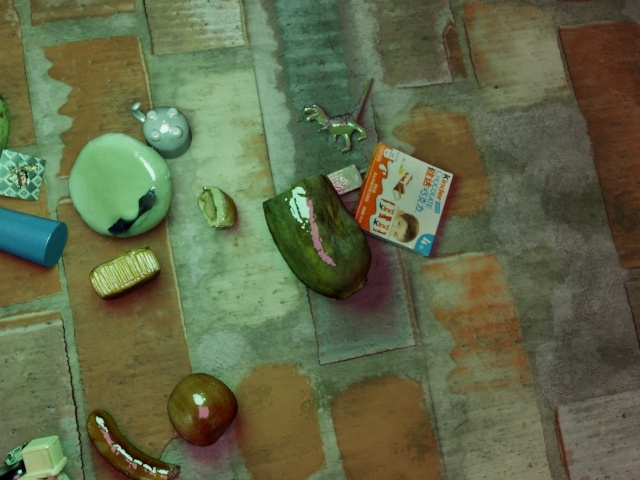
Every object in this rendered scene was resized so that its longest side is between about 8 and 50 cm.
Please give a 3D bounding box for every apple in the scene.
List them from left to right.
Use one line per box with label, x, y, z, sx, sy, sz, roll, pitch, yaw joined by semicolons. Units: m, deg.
apple;-0.320;0.458;1.708;0.168;0.181;0.181;33;78;21

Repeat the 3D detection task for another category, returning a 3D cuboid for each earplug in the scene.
earplug;-0.853;-0.027;1.723;0.273;0.132;0.132;17;80;-2

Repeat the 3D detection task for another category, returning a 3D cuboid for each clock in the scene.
clock;-0.830;0.641;1.607;0.379;0.120;0.276;-9;97;1

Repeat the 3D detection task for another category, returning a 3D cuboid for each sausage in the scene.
sausage;-0.514;0.573;1.694;0.302;0.076;0.103;33;79;7

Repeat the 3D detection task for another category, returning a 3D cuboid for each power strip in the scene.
power strip;0.087;-0.186;1.916;0.175;0.042;0.075;-25;85;-11

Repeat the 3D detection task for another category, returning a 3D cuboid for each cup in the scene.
cup;-0.451;-0.334;1.810;0.134;0.142;0.173;-26;86;-10

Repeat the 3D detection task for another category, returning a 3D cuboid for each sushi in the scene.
sushi;-0.850;-0.181;1.776;0.120;0.026;0.126;14;86;-39

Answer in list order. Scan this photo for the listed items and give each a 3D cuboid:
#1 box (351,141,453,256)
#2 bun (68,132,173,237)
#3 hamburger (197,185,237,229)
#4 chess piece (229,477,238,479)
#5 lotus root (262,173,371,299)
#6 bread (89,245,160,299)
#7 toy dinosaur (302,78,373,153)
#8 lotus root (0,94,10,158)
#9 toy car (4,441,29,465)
box;0.246;-0.122;1.909;0.265;0.048;0.273;20;79;-15
bun;-0.538;-0.155;1.758;0.293;0.187;0.293;1;99;9
hamburger;-0.278;-0.091;1.817;0.102;0.176;0.087;23;109;-41
chess piece;-0.220;0.736;1.743;0.059;0.059;0.149;-30;93;-11
lotus root;0.000;0.000;1.773;0.250;0.250;0.346;-31;90;-11
bread;-0.529;0.095;1.715;0.199;0.199;0.104;-27;90;-11
toy dinosaur;0.085;-0.380;1.932;0.251;0.072;0.200;-24;76;-1
lotus root;-0.959;-0.285;1.726;0.173;0.173;0.309;7;81;-7
toy car;-0.770;0.610;1.678;0.073;0.054;0.143;-33;91;5
